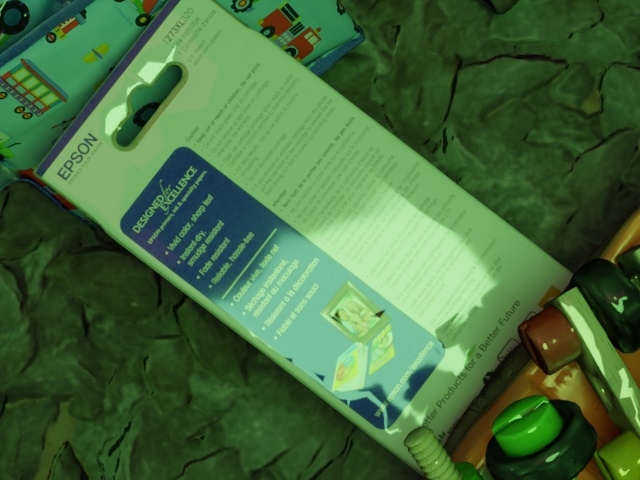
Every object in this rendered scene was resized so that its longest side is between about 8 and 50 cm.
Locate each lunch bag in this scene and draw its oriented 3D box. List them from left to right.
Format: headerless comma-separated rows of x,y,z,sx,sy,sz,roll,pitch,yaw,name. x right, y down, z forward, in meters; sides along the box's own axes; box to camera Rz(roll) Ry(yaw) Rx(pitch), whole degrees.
-0.146,-0.138,1.188,0.293,0.221,0.138,-44,54,1,lunch bag

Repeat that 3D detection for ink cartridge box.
0.000,0.000,1.112,0.371,0.069,0.176,38,86,-3,ink cartridge box

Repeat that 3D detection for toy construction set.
0.263,0.106,0.879,0.257,0.237,0.309,-7,32,51,toy construction set

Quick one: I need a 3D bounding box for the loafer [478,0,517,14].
0.043,-0.272,1.246,0.302,0.109,0.095,26,86,20,loafer

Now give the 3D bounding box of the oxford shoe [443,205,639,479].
0.195,0.055,1.024,0.363,0.133,0.130,-45,101,-4,oxford shoe
